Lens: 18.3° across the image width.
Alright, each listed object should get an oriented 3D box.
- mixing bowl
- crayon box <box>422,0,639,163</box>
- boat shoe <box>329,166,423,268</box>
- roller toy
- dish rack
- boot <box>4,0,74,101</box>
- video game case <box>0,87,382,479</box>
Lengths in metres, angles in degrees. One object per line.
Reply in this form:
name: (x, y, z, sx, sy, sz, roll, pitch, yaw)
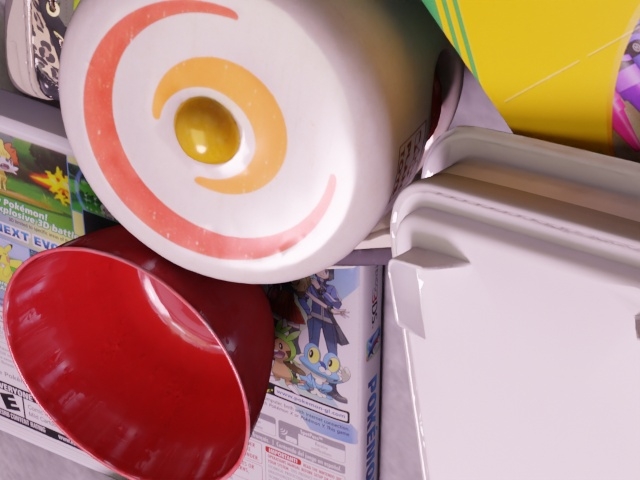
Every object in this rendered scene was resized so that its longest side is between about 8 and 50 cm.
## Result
mixing bowl: (-0.097, 0.055, 1.237, 0.181, 0.098, 0.181, 19, 132, 22)
crayon box: (0.176, -0.186, 0.849, 0.313, 0.106, 0.363, 55, 143, -5)
boat shoe: (0.000, 0.000, 1.155, 0.206, 0.075, 0.065, -1, 137, 12)
roller toy: (-0.031, -0.082, 1.036, 0.209, 0.146, 0.191, -22, 106, 34)
dish rack: (0.136, 0.125, 0.955, 0.285, 0.072, 0.333, 18, 124, 48)
boot: (-0.100, -0.155, 1.173, 0.178, 0.085, 0.236, 27, 136, 21)
video game case: (-0.109, 0.060, 1.350, 0.329, 0.036, 0.300, 20, 132, 23)
